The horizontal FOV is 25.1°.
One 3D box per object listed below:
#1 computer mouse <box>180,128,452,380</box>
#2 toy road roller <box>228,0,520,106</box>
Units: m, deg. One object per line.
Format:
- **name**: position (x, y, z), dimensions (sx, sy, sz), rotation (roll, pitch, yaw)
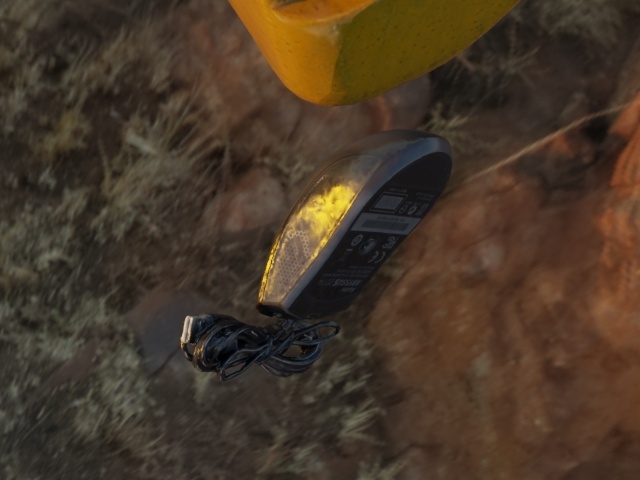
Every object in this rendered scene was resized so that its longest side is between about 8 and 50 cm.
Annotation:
- **computer mouse**: position (0.000, 0.000, 1.213), dimensions (0.272, 0.188, 0.072), rotation (-50, 62, 16)
- **toy road roller**: position (0.036, -0.187, 0.370), dimensions (0.330, 0.240, 0.202), rotation (-25, 52, -8)
